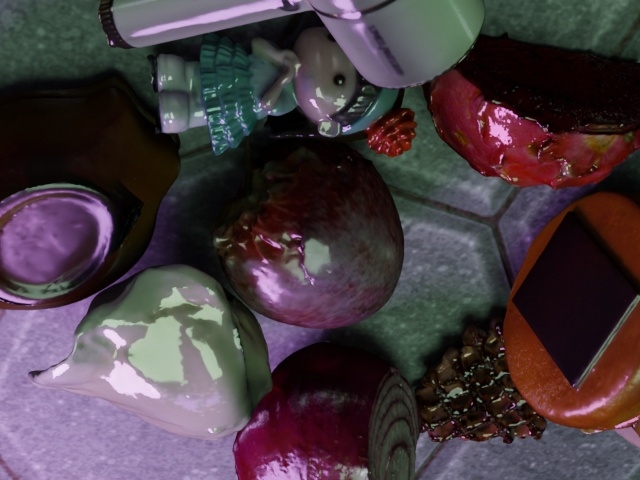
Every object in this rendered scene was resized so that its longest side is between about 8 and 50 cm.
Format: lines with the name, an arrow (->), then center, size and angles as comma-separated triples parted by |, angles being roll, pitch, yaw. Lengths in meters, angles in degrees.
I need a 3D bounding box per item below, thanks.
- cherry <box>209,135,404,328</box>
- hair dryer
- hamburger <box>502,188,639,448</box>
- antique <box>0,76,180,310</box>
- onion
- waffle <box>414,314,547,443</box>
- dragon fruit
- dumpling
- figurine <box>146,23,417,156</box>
cherry -> 0.000, 0.000, 1.327 | 0.175, 0.192, 0.249 | -5, 150, 29
hair dryer -> -0.059, -0.220, 1.113 | 0.361, 0.128, 0.203 | -6, 143, 30
hamburger -> 0.354, 0.092, 1.418 | 0.225, 0.291, 0.291 | 13, 127, -28
antique -> -0.268, -0.036, 1.269 | 0.278, 0.129, 0.223 | -29, 130, 11
onion -> -0.004, 0.240, 1.520 | 0.206, 0.216, 0.206 | -11, 122, 19
waffle -> 0.227, 0.175, 1.608 | 0.221, 0.055, 0.234 | 4, 135, -17
dragon fruit -> 0.220, -0.120, 1.298 | 0.261, 0.163, 0.189 | 4, 157, -15
dumpling -> -0.176, 0.134, 1.349 | 0.242, 0.187, 0.318 | -19, 164, -13
figurine -> -0.036, -0.137, 1.226 | 0.245, 0.138, 0.110 | -5, 174, -5
